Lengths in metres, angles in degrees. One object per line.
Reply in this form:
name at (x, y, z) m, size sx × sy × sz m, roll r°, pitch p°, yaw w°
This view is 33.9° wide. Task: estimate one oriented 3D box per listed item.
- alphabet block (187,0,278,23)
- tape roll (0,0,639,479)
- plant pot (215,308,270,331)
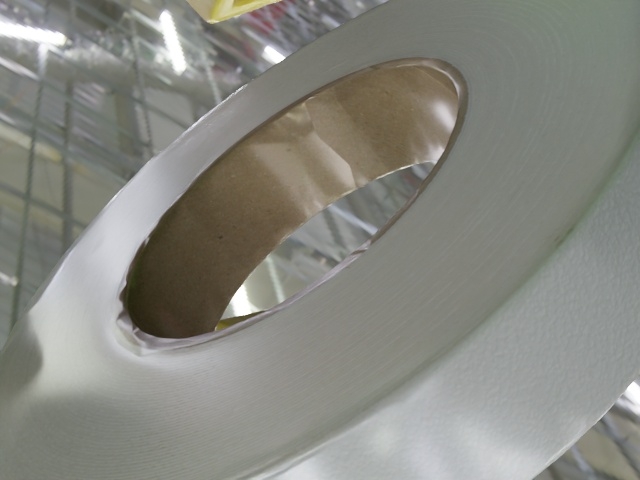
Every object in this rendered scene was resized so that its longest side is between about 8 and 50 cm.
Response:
alphabet block at (-0.090, -0.389, 1.150) m, size 0.192 × 0.193 × 0.197 m, roll -31°, pitch -107°, yaw -40°
tape roll at (0.000, 0.000, 0.530) m, size 0.072 × 0.392 × 0.392 m, roll 52°, pitch -171°, yaw -26°
plant pot at (-0.031, 0.106, 0.839) m, size 0.083 × 0.081 × 0.081 m, roll 12°, pitch -169°, yaw 34°
